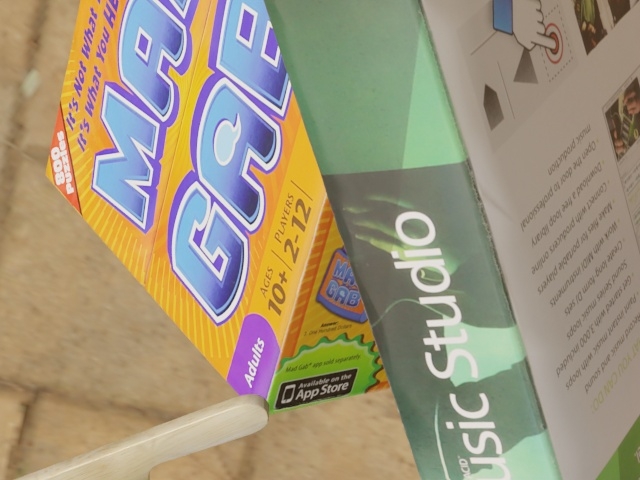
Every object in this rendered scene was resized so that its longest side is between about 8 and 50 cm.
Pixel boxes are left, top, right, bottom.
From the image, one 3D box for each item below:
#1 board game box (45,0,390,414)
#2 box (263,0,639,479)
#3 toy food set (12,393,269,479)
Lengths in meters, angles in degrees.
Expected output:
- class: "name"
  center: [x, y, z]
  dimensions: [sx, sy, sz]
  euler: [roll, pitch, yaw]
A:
- class: "board game box"
  center: [0.040, -0.129, 1.493]
  dimensions: [0.356, 0.356, 0.356]
  euler: [45, 130, 39]
- class: "box"
  center: [0.083, -0.047, 0.619]
  dimensions: [0.058, 0.232, 0.322]
  euler: [-4, 115, 35]
- class: "toy food set"
  center: [-0.027, 0.147, 0.670]
  dimensions: [0.132, 0.192, 0.038]
  euler: [-24, 33, 18]
